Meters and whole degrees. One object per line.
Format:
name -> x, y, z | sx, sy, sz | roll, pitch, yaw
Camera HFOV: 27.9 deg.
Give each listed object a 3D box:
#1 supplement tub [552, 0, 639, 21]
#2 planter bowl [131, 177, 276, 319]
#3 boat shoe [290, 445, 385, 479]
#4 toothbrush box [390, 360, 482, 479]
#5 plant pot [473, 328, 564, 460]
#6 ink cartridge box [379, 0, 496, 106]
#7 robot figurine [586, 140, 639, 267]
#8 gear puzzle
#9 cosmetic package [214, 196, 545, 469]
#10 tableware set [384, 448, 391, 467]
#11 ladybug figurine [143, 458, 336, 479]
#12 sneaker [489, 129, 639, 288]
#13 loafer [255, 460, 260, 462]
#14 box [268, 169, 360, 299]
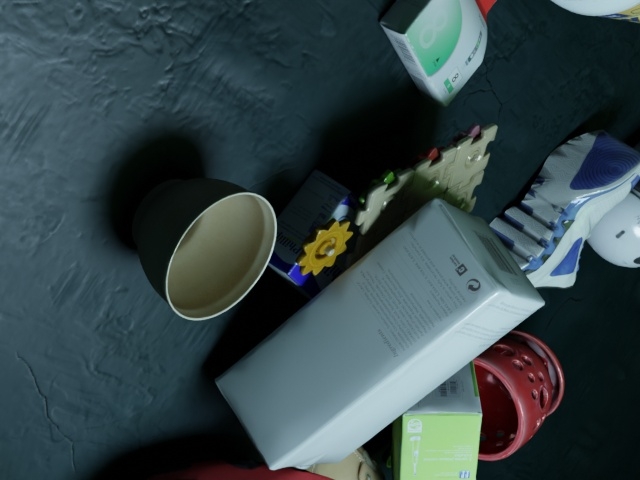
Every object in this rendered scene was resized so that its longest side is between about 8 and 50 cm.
supplement tub -> 0.410, -0.408, 1.716 | 0.316, 0.228, 0.228 | -5, 121, -49
planter bowl -> -0.145, -0.006, 1.466 | 0.162, 0.109, 0.162 | -31, 140, -32
boat shoe -> 0.056, 0.392, 2.042 | 0.121, 0.110, 0.341 | -50, 146, -10
toothbrush box -> 0.174, 0.305, 2.001 | 0.122, 0.206, 0.283 | 1, 124, -1
plant pot -> 0.301, 0.252, 2.172 | 0.174, 0.191, 0.191 | -27, 137, -49
ink cartridge box -> 0.187, -0.310, 1.680 | 0.224, 0.056, 0.181 | -50, 146, -6
robot figurine -> 0.581, -0.073, 2.252 | 0.278, 0.174, 0.209 | -41, 135, -23
gear puzzle -> 0.089, -0.039, 1.666 | 0.339, 0.044, 0.175 | -29, 146, -34
cosmetic package -> 0.079, 0.132, 1.686 | 0.385, 0.156, 0.217 | -38, 159, 15
tableware set -> 0.172, 0.345, 2.226 | 0.154, 0.024, 0.104 | 0, 118, -52
ladybug figurine -> -0.075, 0.397, 1.664 | 0.450, 0.305, 0.161 | 10, 115, -17
sneaker -> 0.398, -0.028, 2.127 | 0.315, 0.127, 0.182 | -42, 148, -9
loafer -> -0.157, 0.406, 1.837 | 0.223, 0.076, 0.078 | -49, -178, -23
box -> 0.000, 0.000, 1.684 | 0.137, 0.072, 0.126 | -53, 146, -5
